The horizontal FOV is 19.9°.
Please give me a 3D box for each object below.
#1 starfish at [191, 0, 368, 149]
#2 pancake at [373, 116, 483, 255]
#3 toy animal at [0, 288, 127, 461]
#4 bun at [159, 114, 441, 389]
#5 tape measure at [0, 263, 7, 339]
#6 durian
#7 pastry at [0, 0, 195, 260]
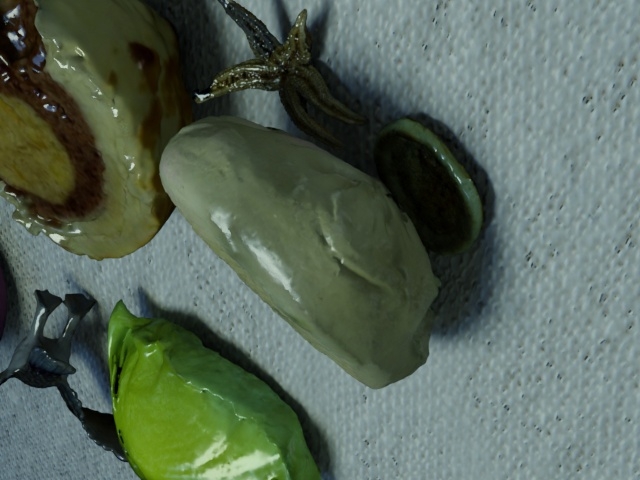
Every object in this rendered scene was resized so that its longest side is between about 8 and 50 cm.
[{"bbox_3d":[-0.037,-0.122,1.289,0.130,0.041,0.133,-9,113,41],"label":"starfish"},{"bbox_3d":[0.072,-0.037,1.244,0.108,0.017,0.108,37,145,32],"label":"pancake"},{"bbox_3d":[-0.255,0.120,1.737,0.273,0.197,0.160,14,126,-12],"label":"toy animal"},{"bbox_3d":[0.000,0.000,1.257,0.237,0.116,0.210,43,176,-26],"label":"bun"},{"bbox_3d":[-0.440,0.064,1.811,0.245,0.149,0.231,-44,77,22],"label":"tape measure"},{"bbox_3d":[-0.104,0.156,1.575,0.250,0.101,0.139,30,104,35],"label":"durian"},{"bbox_3d":[-0.191,-0.117,1.400,0.237,0.170,0.256,39,144,-9],"label":"pastry"}]
